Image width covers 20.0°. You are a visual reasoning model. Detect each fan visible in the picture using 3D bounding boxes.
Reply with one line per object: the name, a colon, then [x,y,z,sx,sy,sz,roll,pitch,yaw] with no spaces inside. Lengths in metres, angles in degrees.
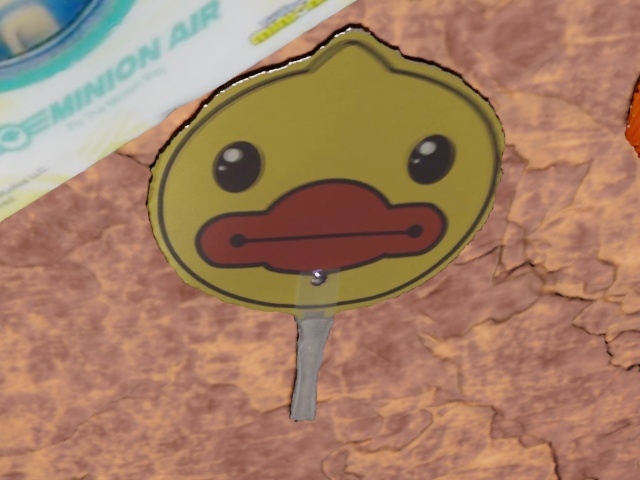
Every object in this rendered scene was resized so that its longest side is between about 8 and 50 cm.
fan: [0.000,-0.001,1.178,0.229,0.011,0.335,-2,131,-12]

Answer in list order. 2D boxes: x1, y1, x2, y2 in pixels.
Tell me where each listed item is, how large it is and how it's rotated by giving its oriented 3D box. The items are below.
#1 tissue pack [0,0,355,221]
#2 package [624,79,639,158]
tissue pack: [-0.180,-0.211,0.838,0.287,0.162,0.388,-30,132,15]
package: [0.357,-0.084,1.102,0.288,0.108,0.223,24,115,-12]
